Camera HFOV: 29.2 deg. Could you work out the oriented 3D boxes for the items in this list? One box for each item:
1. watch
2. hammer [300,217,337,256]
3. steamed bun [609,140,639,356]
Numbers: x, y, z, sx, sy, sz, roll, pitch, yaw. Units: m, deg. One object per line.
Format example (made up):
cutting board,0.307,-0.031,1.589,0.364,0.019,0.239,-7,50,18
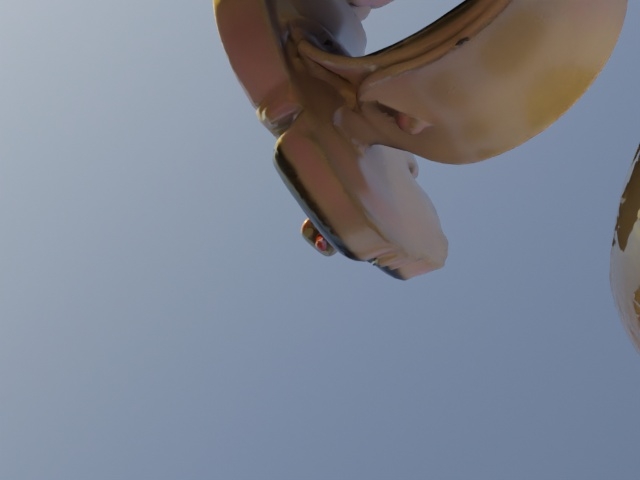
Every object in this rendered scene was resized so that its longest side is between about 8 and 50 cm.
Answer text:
watch,0.077,-0.124,0.758,0.231,0.196,0.244,-27,-128,19
hammer,0.000,0.000,1.409,0.031,0.052,0.083,-51,-174,8
steamed bun,0.241,0.006,0.608,0.177,0.228,0.131,-29,-135,-9
